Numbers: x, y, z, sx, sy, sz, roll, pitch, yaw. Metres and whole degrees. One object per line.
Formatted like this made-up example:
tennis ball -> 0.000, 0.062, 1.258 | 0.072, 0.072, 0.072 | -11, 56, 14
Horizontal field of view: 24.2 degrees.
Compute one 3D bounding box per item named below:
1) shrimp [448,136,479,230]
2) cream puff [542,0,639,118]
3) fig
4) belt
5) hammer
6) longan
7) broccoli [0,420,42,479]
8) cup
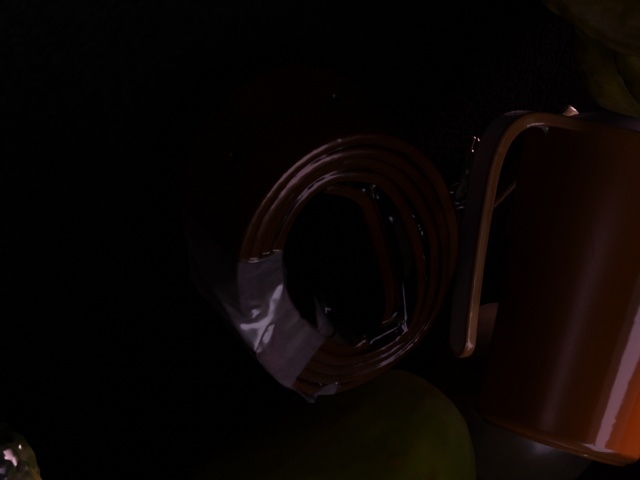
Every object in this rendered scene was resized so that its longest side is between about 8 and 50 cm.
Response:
shrimp -> 0.116, -0.037, 1.190 | 0.038, 0.029, 0.092 | 6, 117, -48
cream puff -> 0.282, -0.223, 0.963 | 0.378, 0.275, 0.378 | -29, 140, -27
fig -> -0.003, 0.248, 1.176 | 0.326, 0.258, 0.258 | -58, 148, -16
belt -> 0.000, 0.000, 1.041 | 0.184, 0.105, 0.261 | -33, 144, -14
hammer -> 0.144, -0.033, 1.236 | 0.199, 0.013, 0.062 | -47, 146, 3
longan -> 0.172, 0.139, 1.304 | 0.167, 0.167, 0.187 | -33, 154, -18
broccoli -> -0.217, 0.280, 0.984 | 0.288, 0.248, 0.245 | -51, 151, 17
cup -> 0.198, 0.024, 1.137 | 0.226, 0.182, 0.264 | 18, 88, -26
